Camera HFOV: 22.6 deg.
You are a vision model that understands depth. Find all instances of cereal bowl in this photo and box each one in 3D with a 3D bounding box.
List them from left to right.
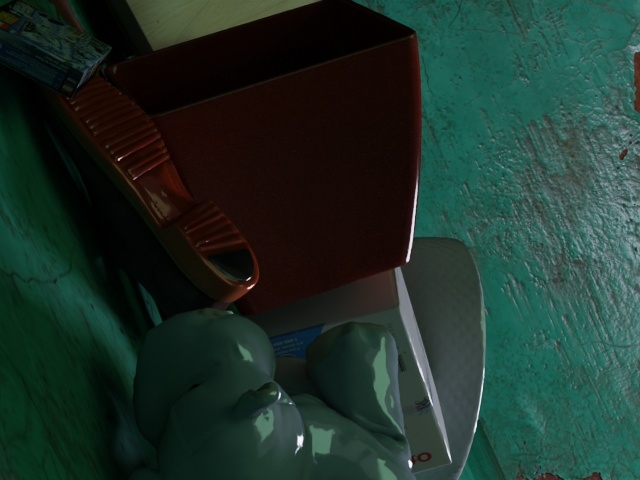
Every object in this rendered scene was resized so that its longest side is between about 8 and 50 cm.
[{"bbox_3d":[0.089,0.159,2.009,0.339,0.141,0.339,-174,-90,-77],"label":"cereal bowl"}]

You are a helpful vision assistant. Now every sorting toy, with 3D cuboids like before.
[{"bbox_3d":[-0.119,-0.240,1.812,0.257,0.089,0.255,-41,110,-39],"label":"sorting toy"}]

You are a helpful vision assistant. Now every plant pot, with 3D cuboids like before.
[{"bbox_3d":[-0.040,-0.080,1.601,0.267,0.267,0.236,-134,-154,-67],"label":"plant pot"}]

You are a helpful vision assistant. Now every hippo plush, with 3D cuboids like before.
[{"bbox_3d":[-0.055,0.184,1.254,0.236,0.234,0.294,22,33,-41],"label":"hippo plush"}]

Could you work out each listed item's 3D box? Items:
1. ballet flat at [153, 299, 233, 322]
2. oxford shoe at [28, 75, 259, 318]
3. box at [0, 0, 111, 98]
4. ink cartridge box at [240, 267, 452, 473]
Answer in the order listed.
[{"bbox_3d":[-0.114,0.058,1.446,0.067,0.073,0.206,-15,81,-39],"label":"ballet flat"},{"bbox_3d":[-0.174,-0.039,1.373,0.271,0.098,0.097,52,31,7],"label":"oxford shoe"},{"bbox_3d":[-0.230,-0.161,1.324,0.094,0.027,0.137,28,15,-5],"label":"box"},{"bbox_3d":[0.026,0.130,1.729,0.168,0.171,0.233,-97,171,-55],"label":"ink cartridge box"}]
